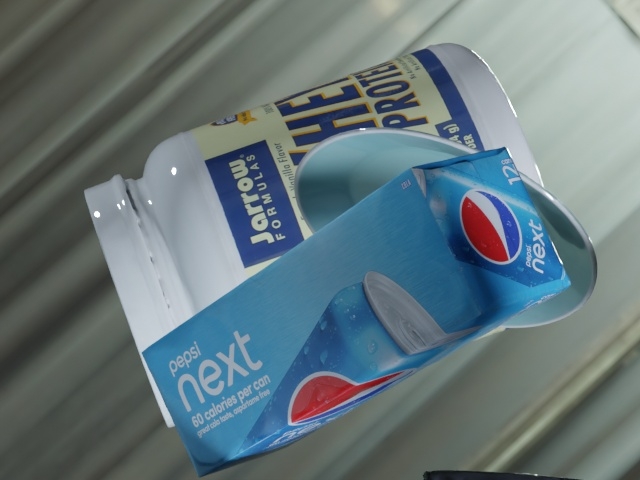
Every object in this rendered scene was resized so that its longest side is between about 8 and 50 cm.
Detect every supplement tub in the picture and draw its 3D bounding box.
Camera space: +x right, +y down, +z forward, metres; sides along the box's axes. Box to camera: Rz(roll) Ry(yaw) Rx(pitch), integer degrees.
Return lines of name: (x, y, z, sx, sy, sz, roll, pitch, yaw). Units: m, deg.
supplement tub: (0.000, 0.000, 1.475, 0.235, 0.325, 0.235, 160, -90, -85)

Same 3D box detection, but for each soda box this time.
soda box: (0.011, 0.037, 0.865, 0.210, 0.067, 0.071, -34, -104, 44)

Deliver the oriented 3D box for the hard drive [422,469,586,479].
hard drive: (0.199, 0.250, 1.354, 0.255, 0.054, 0.172, 8, 39, -13)

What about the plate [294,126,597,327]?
plate: (0.075, -0.011, 1.108, 0.188, 0.024, 0.188, 18, -31, 12)
